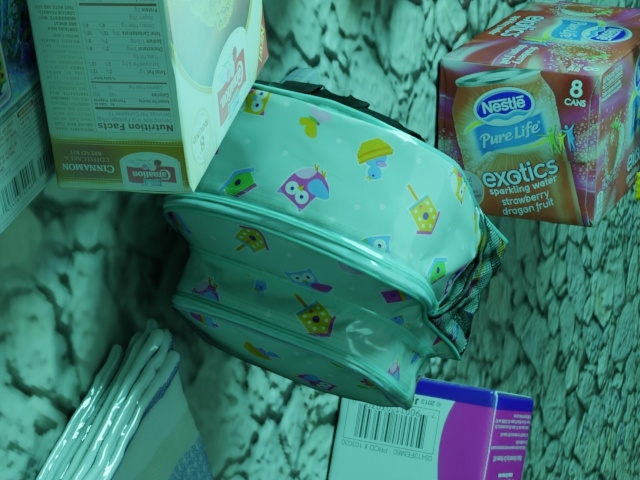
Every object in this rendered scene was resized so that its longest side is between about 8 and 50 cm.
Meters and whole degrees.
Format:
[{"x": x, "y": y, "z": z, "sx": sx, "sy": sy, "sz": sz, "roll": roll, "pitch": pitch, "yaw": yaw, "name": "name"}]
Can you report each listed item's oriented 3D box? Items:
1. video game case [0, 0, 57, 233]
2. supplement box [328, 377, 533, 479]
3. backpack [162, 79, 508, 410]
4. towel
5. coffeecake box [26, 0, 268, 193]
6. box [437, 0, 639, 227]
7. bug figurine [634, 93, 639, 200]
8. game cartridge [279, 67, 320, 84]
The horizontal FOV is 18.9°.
[{"x": -0.159, "y": -0.053, "z": 0.785, "sx": 0.157, "sy": 0.019, "sz": 0.143, "roll": -54, "pitch": 145, "yaw": -49, "name": "video game case"}, {"x": 0.067, "y": 0.206, "z": 1.334, "sx": 0.114, "sy": 0.111, "sz": 0.220, "roll": 20, "pitch": 80, "yaw": -69, "name": "supplement box"}, {"x": 0.000, "y": 0.000, "z": 1.001, "sx": 0.144, "sy": 0.165, "sz": 0.188, "roll": -64, "pitch": 162, "yaw": -18, "name": "backpack"}, {"x": -0.099, "y": 0.208, "z": 1.016, "sx": 0.285, "sy": 0.034, "sz": 0.209, "roll": 78, "pitch": 30, "yaw": -42, "name": "towel"}, {"x": -0.079, "y": -0.136, "z": 0.865, "sx": 0.142, "sy": 0.068, "sz": 0.186, "roll": -68, "pitch": 157, "yaw": -55, "name": "coffeecake box"}, {"x": 0.191, "y": -0.107, "z": 1.514, "sx": 0.257, "sy": 0.128, "sz": 0.123, "roll": -36, "pitch": 131, "yaw": -61, "name": "box"}, {"x": 0.306, "y": -0.141, "z": 1.517, "sx": 0.216, "sy": 0.072, "sz": 0.279, "roll": -29, "pitch": 121, "yaw": -64, "name": "bug figurine"}, {"x": -0.020, "y": -0.064, "z": 1.143, "sx": 0.083, "sy": 0.017, "sz": 0.056, "roll": -59, "pitch": 153, "yaw": -46, "name": "game cartridge"}]
